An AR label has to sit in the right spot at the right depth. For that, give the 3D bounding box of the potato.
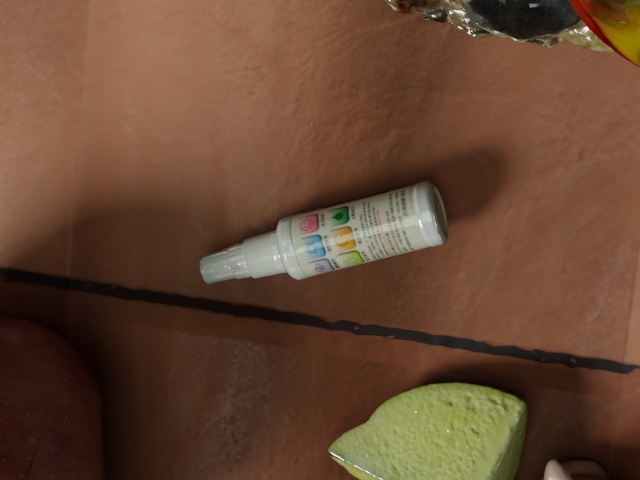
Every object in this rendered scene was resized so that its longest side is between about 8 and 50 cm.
[{"bbox_3d":[0.103,0.178,1.754,0.149,0.081,0.120,24,76,21],"label":"potato"}]

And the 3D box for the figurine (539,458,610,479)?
[{"bbox_3d":[0.225,0.256,1.715,0.138,0.125,0.125,45,107,12],"label":"figurine"}]

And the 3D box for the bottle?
[{"bbox_3d":[0.000,0.000,1.724,0.217,0.060,0.060,-14,100,12],"label":"bottle"}]

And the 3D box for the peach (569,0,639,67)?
[{"bbox_3d":[0.318,-0.280,1.468,0.242,0.380,0.306,54,138,33],"label":"peach"}]

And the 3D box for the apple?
[{"bbox_3d":[-0.299,0.215,1.726,0.235,0.306,0.306,-4,103,-14],"label":"apple"}]

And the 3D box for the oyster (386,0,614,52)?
[{"bbox_3d":[0.143,-0.242,1.627,0.361,0.096,0.221,38,114,3],"label":"oyster"}]
